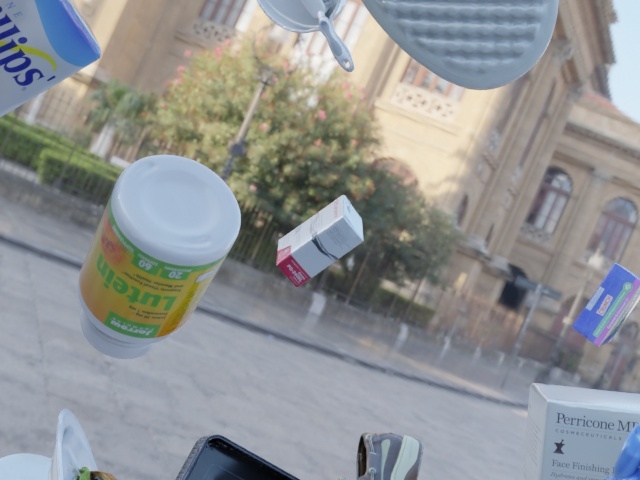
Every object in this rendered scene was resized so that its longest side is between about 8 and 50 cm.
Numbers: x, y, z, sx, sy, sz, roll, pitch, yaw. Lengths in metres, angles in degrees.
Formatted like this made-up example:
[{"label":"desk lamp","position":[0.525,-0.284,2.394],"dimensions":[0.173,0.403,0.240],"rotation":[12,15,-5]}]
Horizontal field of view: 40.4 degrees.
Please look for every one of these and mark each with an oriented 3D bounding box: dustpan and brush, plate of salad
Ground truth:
[{"label":"dustpan and brush","position":[-0.002,-0.316,1.185],"dimensions":[0.211,0.147,0.060],"rotation":[59,25,7]},{"label":"plate of salad","position":[-0.139,0.208,0.581],"dimensions":[0.048,0.199,0.200],"rotation":[-13,6,-10]}]

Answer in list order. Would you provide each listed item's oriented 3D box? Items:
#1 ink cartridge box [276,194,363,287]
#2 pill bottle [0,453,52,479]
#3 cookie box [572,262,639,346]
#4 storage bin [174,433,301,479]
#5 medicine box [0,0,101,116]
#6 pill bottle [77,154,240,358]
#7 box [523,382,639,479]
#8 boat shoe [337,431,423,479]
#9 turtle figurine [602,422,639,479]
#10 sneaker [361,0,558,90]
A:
[{"label":"ink cartridge box","position":[0.000,0.000,1.531],"dimensions":[0.063,0.150,0.109],"rotation":[50,15,-18]},{"label":"pill bottle","position":[-0.287,0.296,0.750],"dimensions":[0.121,0.221,0.121],"rotation":[28,22,-13]},{"label":"cookie box","position":[0.345,0.077,1.029],"dimensions":[0.040,0.092,0.107],"rotation":[36,11,23]},{"label":"storage bin","position":[-0.126,0.386,1.323],"dimensions":[0.180,0.122,0.084],"rotation":[32,-21,-9]},{"label":"medicine box","position":[-0.433,-0.246,0.939],"dimensions":[0.149,0.289,0.263],"rotation":[58,-3,22]},{"label":"pill bottle","position":[-0.192,0.031,0.972],"dimensions":[0.136,0.136,0.245],"rotation":[24,-44,-11]},{"label":"box","position":[0.335,0.239,1.002],"dimensions":[0.181,0.119,0.182],"rotation":[5,-2,9]},{"label":"boat shoe","position":[0.055,0.320,1.026],"dimensions":[0.095,0.095,0.257],"rotation":[18,25,6]},{"label":"turtle figurine","position":[0.382,0.265,0.786],"dimensions":[0.266,0.274,0.198],"rotation":[-8,13,8]},{"label":"sneaker","position":[0.055,-0.266,0.599],"dimensions":[0.366,0.135,0.150],"rotation":[64,17,5]}]
